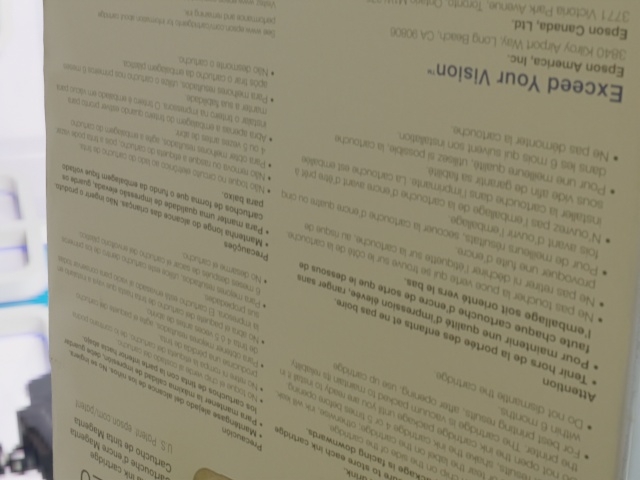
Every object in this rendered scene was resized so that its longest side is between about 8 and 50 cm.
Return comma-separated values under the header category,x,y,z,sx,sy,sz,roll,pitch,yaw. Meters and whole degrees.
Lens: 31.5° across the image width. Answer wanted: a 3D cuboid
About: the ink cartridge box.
category,x,y,z,sx,sy,sz,roll,pitch,yaw
ink cartridge box,0.000,0.000,0.479,0.324,0.071,0.330,15,-69,40
